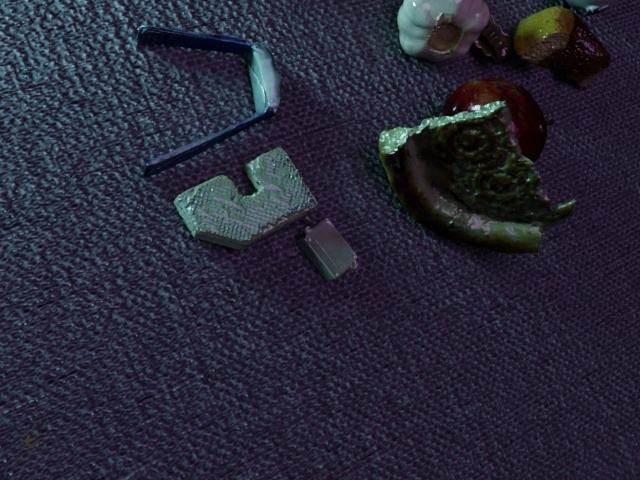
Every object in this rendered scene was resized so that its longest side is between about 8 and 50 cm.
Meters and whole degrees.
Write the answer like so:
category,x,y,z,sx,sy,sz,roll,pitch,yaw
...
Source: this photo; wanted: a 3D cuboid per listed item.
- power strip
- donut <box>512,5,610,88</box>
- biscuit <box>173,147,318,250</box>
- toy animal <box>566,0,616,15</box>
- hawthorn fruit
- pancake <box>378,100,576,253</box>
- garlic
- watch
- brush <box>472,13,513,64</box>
category,x,y,z,sx,sy,sz,roll,pitch,yaw
power strip,0.000,0.000,1.654,0.075,0.042,0.175,-42,101,-27
donut,0.575,-0.480,1.987,0.295,0.112,0.151,13,59,-41
biscuit,-0.137,-0.072,1.577,0.250,0.046,0.147,-28,84,-26
toy animal,0.688,-0.706,2.037,0.251,0.251,0.310,44,77,-16
hawthorn fruit,0.392,-0.240,1.803,0.266,0.210,0.230,-8,43,-32
pancake,0.321,-0.101,1.711,0.427,0.305,0.067,48,35,-27
garlic,0.249,-0.515,1.818,0.199,0.199,0.226,13,52,-26
watch,-0.204,-0.255,1.571,0.274,0.068,0.276,0,83,-28
brush,0.325,-0.531,1.909,0.301,0.071,0.084,48,47,-4
